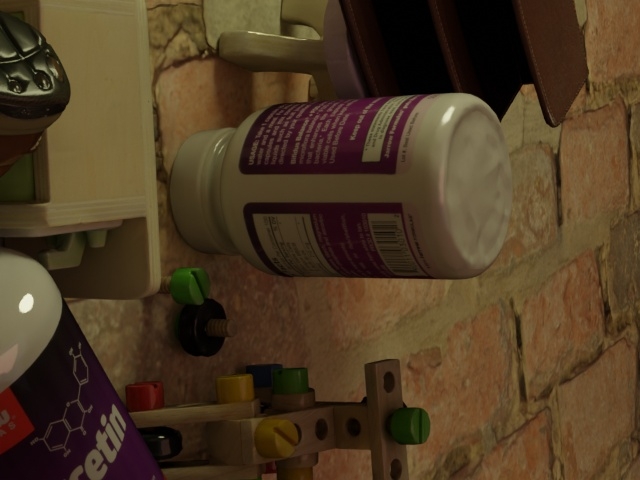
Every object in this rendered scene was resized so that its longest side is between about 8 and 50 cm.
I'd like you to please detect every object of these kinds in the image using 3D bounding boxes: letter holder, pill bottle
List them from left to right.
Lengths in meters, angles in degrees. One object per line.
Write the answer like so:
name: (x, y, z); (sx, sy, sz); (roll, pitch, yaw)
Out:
pill bottle: (-0.237, 0.132, 0.950); (0.181, 0.181, 0.323); (-58, 137, -42)
pill bottle: (0.014, -0.048, 1.253); (0.169, 0.301, 0.169); (-2, 92, -59)
letter holder: (0.135, -0.235, 1.296); (0.214, 0.152, 0.302); (-55, 136, -43)

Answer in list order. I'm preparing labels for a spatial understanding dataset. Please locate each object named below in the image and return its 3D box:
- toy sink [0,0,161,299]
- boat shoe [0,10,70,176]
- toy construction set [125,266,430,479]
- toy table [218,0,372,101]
toy sink: (-0.224, -0.065, 1.003); (0.131, 0.153, 0.234); (-10, 100, -59)
boat shoe: (-0.320, -0.094, 0.816); (0.324, 0.120, 0.122); (12, 42, -30)
toy construction set: (-0.038, 0.214, 1.230); (0.257, 0.237, 0.309); (42, 55, -51)
toy table: (0.024, -0.185, 1.410); (0.274, 0.161, 0.252); (36, 59, -54)
